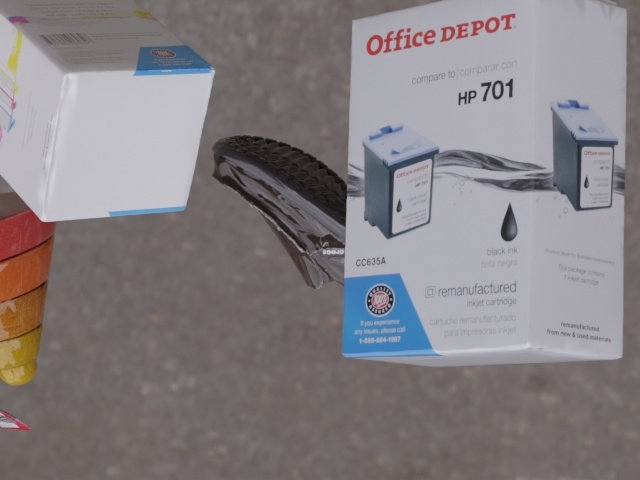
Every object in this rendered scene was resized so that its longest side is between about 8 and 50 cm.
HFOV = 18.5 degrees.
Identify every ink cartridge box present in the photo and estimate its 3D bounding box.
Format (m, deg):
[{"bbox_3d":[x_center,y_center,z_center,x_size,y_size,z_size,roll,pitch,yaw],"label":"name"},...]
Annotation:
[{"bbox_3d":[-0.139,-0.085,1.100,0.092,0.143,0.090,-5,121,-33],"label":"ink cartridge box"},{"bbox_3d":[0.087,-0.031,1.049,0.082,0.190,0.140,7,171,-43],"label":"ink cartridge box"}]

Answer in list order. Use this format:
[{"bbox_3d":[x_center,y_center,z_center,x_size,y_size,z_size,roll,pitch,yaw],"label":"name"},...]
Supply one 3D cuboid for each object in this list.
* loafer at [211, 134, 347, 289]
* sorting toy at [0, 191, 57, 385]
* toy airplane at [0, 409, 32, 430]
[{"bbox_3d":[0.000,0.000,1.464,0.220,0.080,0.078,36,111,15],"label":"loafer"},{"bbox_3d":[-0.273,0.078,1.213,0.127,0.365,0.126,-6,106,31],"label":"sorting toy"},{"bbox_3d":[-0.195,0.065,0.942,0.028,0.151,0.151,-22,134,22],"label":"toy airplane"}]
